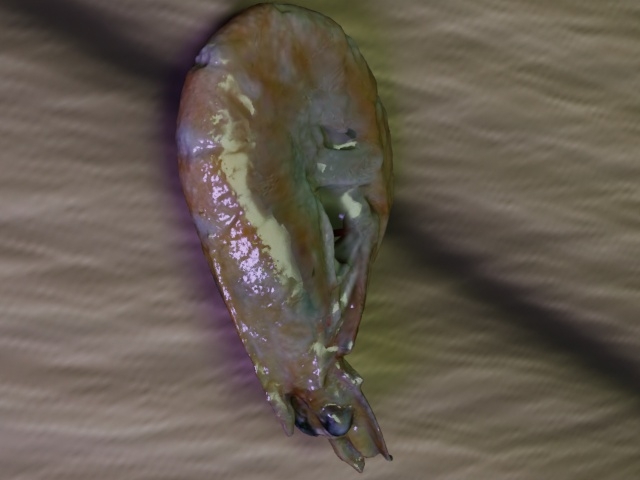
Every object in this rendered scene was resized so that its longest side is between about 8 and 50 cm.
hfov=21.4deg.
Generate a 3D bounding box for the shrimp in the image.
[{"bbox_3d":[0.000,0.000,1.095,0.168,0.077,0.317,-28,112,-32],"label":"shrimp"}]
